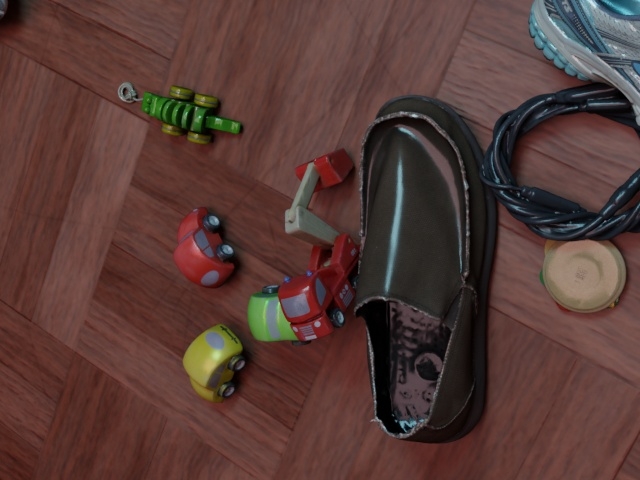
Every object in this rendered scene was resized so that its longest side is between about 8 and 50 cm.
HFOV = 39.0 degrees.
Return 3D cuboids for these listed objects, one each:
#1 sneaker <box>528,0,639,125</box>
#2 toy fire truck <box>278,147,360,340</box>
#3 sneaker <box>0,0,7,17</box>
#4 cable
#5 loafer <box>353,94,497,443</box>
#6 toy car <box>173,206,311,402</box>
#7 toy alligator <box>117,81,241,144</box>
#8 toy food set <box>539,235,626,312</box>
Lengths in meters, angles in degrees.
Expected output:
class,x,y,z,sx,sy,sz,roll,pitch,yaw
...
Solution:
class,x,y,z,sx,sy,sz,roll,pitch,yaw
sneaker,0.305,-0.157,0.763,0.283,0.122,0.110,36,66,17
toy fire truck,0.000,0.000,0.945,0.047,0.192,0.135,-18,111,33
sneaker,-0.511,-0.334,1.226,0.281,0.105,0.115,-4,64,30
cable,0.245,-0.072,0.867,0.184,0.047,0.150,-10,89,22
loafer,0.102,0.036,0.907,0.134,0.130,0.366,-5,93,28
toy car,-0.092,0.080,1.024,0.225,0.053,0.239,0,96,45
toy alligator,-0.183,-0.157,1.079,0.190,0.051,0.056,20,104,24
toy food set,0.257,0.032,0.888,0.083,0.020,0.082,10,100,26
